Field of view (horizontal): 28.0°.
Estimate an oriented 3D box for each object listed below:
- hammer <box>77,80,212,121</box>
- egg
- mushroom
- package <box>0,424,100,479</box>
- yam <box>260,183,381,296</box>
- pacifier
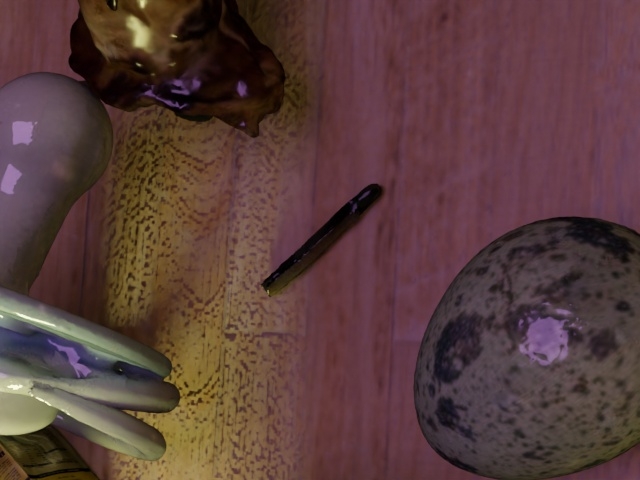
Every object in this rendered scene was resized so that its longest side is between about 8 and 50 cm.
[{"bbox_3d":[-0.200,-0.109,0.952,0.292,0.029,0.058,-2,81,30],"label":"hammer"},{"bbox_3d":[0.122,0.063,0.698,0.172,0.132,0.132,-42,67,28],"label":"egg"},{"bbox_3d":[-0.105,-0.304,0.765,0.356,0.334,0.331,-47,61,-2],"label":"mushroom"},{"bbox_3d":[-0.185,0.183,0.883,0.131,0.071,0.047,44,102,27],"label":"package"},{"bbox_3d":[0.000,0.000,0.836,0.107,0.014,0.014,-43,67,17],"label":"yam"},{"bbox_3d":[-0.189,0.007,0.823,0.299,0.244,0.233,-1,71,59],"label":"pacifier"}]
